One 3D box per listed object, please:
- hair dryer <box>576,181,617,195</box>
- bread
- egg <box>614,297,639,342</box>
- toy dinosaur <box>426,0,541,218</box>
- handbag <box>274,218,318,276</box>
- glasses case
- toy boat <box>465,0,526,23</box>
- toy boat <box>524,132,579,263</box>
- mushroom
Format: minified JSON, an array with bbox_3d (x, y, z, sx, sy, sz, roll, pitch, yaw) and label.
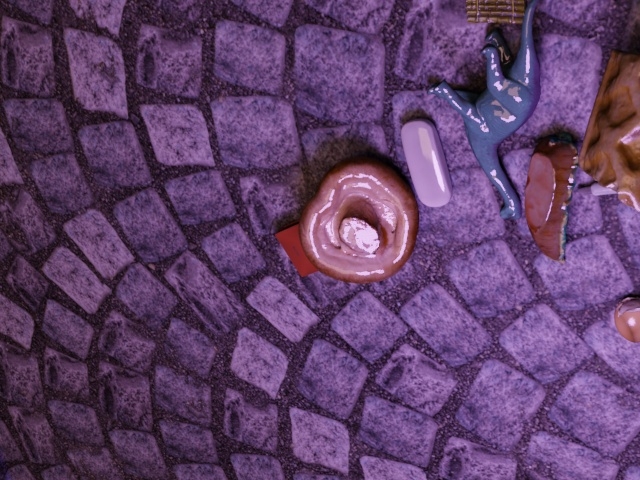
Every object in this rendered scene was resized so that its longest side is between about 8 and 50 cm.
[{"bbox_3d":[0.573,-0.120,1.841,0.183,0.044,0.155,7,118,30],"label":"hair dryer"},{"bbox_3d":[0.569,-0.198,1.648,0.196,0.238,0.252,8,111,-7],"label":"bread"},{"bbox_3d":[0.637,0.164,1.943,0.080,0.080,0.096,-5,113,32],"label":"egg"},{"bbox_3d":[0.388,-0.232,1.848,0.331,0.129,0.383,44,136,-8],"label":"toy dinosaur"},{"bbox_3d":[0.000,0.000,2.228,0.190,0.063,0.127,-21,106,39],"label":"handbag"},{"bbox_3d":[0.223,-0.162,2.009,0.076,0.049,0.197,-6,114,31],"label":"glasses case"},{"bbox_3d":[0.330,-0.439,1.805,0.115,0.016,0.063,7,121,26],"label":"toy boat"},{"bbox_3d":[0.456,-0.066,1.903,0.108,0.099,0.293,29,133,47],"label":"toy boat"},{"bbox_3d":[0.082,-0.040,2.079,0.278,0.146,0.278,1,106,2],"label":"mushroom"}]
